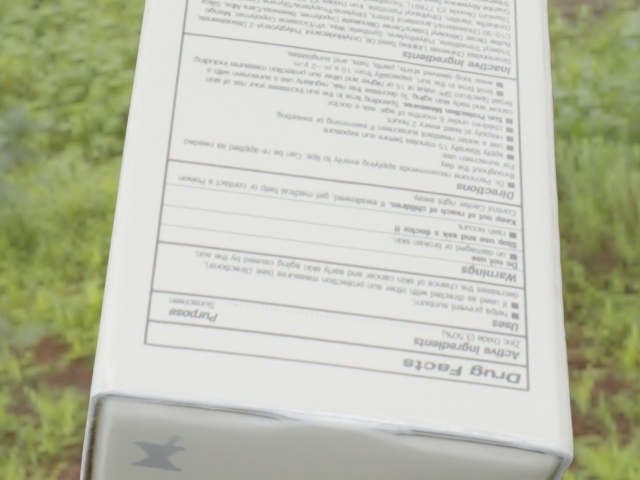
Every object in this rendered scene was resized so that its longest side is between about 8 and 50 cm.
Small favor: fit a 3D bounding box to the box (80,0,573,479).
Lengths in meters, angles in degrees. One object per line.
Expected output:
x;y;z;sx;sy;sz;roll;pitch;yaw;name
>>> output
0.000;0.000;0.637;0.149;0.127;0.232;8;53;-6;box
